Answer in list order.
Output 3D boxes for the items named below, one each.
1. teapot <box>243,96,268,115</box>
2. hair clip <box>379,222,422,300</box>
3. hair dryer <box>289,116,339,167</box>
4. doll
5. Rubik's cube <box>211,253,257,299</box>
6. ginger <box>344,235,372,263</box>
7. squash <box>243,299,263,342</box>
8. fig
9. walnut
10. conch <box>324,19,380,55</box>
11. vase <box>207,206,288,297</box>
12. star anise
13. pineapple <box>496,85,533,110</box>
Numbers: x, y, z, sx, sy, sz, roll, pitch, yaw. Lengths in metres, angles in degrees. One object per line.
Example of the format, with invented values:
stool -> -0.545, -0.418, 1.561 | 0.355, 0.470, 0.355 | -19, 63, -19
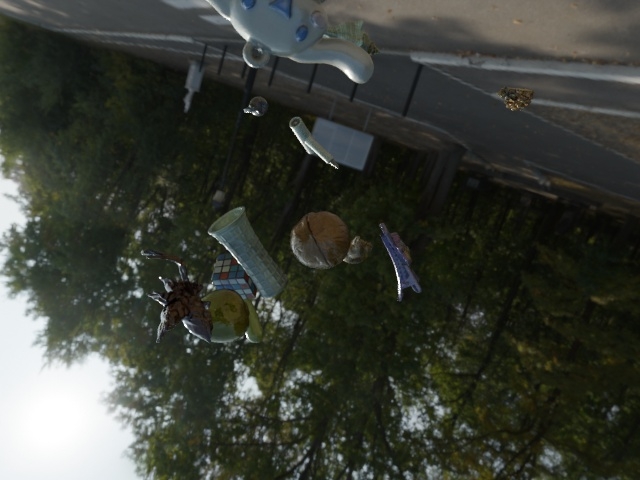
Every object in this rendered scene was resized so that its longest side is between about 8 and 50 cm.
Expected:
teapot -> -0.221, -0.463, 1.626 | 0.087, 0.066, 0.057 | -22, -155, -17
hair clip -> 0.262, 0.064, 1.515 | 0.090, 0.279, 0.137 | -14, -155, 8
hair dryer -> -0.007, -0.287, 1.435 | 0.183, 0.044, 0.155 | 44, 180, 31
doll -> -0.067, -0.361, 0.605 | 0.310, 0.243, 0.160 | 1, -144, -19
Rubik's cube -> -0.366, 0.156, 2.037 | 0.154, 0.155, 0.151 | -7, -132, 11
ginger -> 0.118, 0.038, 1.544 | 0.214, 0.132, 0.059 | 22, -134, -63
squash -> -0.331, 0.363, 2.182 | 0.083, 0.251, 0.083 | -17, -169, 3
fig -> -0.385, 0.290, 1.778 | 0.229, 0.207, 0.207 | -16, -171, 10
walnut -> 0.000, 0.000, 1.291 | 0.167, 0.168, 0.207 | 21, 175, 13
conch -> 0.121, -0.711, 1.669 | 0.233, 0.137, 0.115 | 6, -122, -48
vase -> -0.227, 0.048, 1.541 | 0.299, 0.143, 0.143 | 58, 176, -24
star anise -> -0.440, 0.168, 1.418 | 0.148, 0.347, 0.237 | -6, -153, 35
pineapple -> 0.642, -0.488, 1.554 | 0.113, 0.077, 0.114 | 12, 169, -13
